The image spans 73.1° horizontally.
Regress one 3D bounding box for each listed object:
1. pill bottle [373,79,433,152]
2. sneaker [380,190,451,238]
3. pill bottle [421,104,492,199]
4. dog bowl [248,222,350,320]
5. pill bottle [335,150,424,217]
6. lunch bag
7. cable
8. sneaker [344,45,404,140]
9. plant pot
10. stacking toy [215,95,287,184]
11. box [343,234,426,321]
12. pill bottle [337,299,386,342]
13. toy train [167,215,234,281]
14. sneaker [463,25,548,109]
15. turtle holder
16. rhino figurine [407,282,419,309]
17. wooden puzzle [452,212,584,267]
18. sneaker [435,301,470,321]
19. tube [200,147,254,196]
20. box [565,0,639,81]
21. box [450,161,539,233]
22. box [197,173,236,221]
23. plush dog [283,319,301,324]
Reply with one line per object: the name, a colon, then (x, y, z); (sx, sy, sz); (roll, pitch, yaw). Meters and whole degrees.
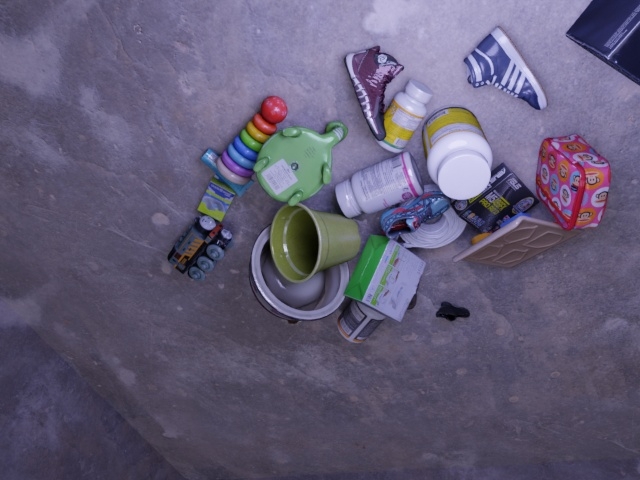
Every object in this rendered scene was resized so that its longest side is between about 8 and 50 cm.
pill bottle: (0.266, -0.398, 1.383); (0.117, 0.118, 0.209); (24, 126, -10)
sneaker: (0.335, -0.074, 1.499); (0.261, 0.125, 0.104); (-25, 119, 23)
pill bottle: (0.415, -0.270, 1.321); (0.187, 0.334, 0.188); (4, 127, 5)
dog bowl: (-0.096, 0.126, 1.672); (0.407, 0.408, 0.150); (29, 147, -13)
pill bottle: (0.206, -0.188, 1.522); (0.282, 0.160, 0.160); (-20, 121, 22)
lunch bag: (0.788, -0.172, 1.368); (0.120, 0.293, 0.258); (-6, 125, 7)
cable: (0.412, -0.084, 1.615); (0.256, 0.089, 0.257); (9, 126, 2)
sneaker: (0.191, -0.460, 1.317); (0.162, 0.106, 0.282); (-20, 96, 11)
plant pot: (0.000, 0.000, 1.554); (0.253, 0.276, 0.276); (-5, 141, -42)
stacking toy: (-0.229, -0.356, 1.491); (0.141, 0.141, 0.330); (32, 118, -15)
box: (0.255, 0.146, 1.667); (0.231, 0.262, 0.126); (30, 170, -33)
pill bottle: (0.200, 0.313, 1.894); (0.162, 0.162, 0.279); (26, 126, -11)
toy train: (-0.501, 0.035, 1.805); (0.190, 0.142, 0.334); (40, 128, -9)
sneaker: (0.547, -0.474, 1.295); (0.153, 0.099, 0.282); (-36, 107, 24)
turtle holder: (-0.074, -0.286, 1.445); (0.243, 0.227, 0.321); (25, 103, -10)
rhino figurine: (0.369, 0.205, 1.843); (0.106, 0.073, 0.244); (-6, 126, -8)
wooden puzzle: (0.693, -0.003, 1.546); (0.347, 0.081, 0.322); (4, 153, -27)
sneaker: (0.582, 0.324, 1.892); (0.170, 0.089, 0.051); (23, 126, -8)
tube: (-0.353, -0.258, 1.622); (0.080, 0.052, 0.207); (-45, 112, 11)
box: (0.850, -0.507, 1.106); (0.296, 0.294, 0.183); (26, 124, -11)
box: (0.603, -0.129, 1.486); (0.216, 0.060, 0.270); (-41, 140, 25)
box: (-0.402, -0.167, 1.701); (0.108, 0.042, 0.178); (27, 126, -12)
plush dog: (-0.085, 0.204, 1.871); (0.262, 0.210, 0.226); (-22, 110, -13)
